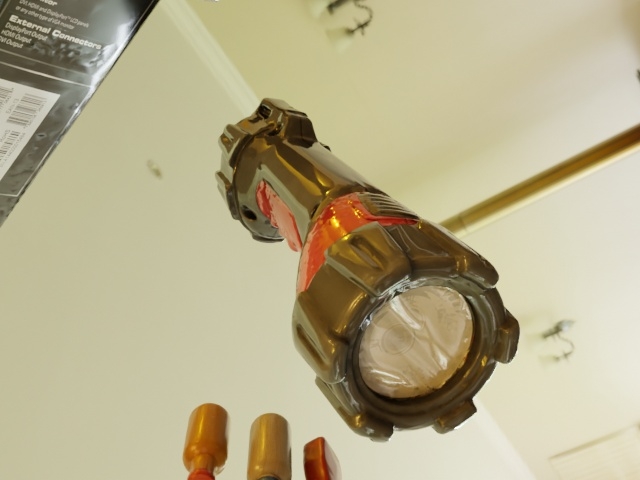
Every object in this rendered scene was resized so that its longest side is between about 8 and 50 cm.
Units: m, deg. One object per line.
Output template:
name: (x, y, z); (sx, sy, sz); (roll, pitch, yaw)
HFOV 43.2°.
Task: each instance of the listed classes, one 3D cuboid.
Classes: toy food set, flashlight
toy food set: (-0.029, 0.251, 0.731); (0.232, 0.111, 0.104); (62, -173, -18)
flashlight: (0.000, 0.000, 0.493); (0.103, 0.103, 0.304); (58, 174, -27)

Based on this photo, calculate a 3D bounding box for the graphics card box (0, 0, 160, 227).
graphics card box: (-0.182, -0.201, 0.463); (0.094, 0.371, 0.233); (4, -134, -54)
